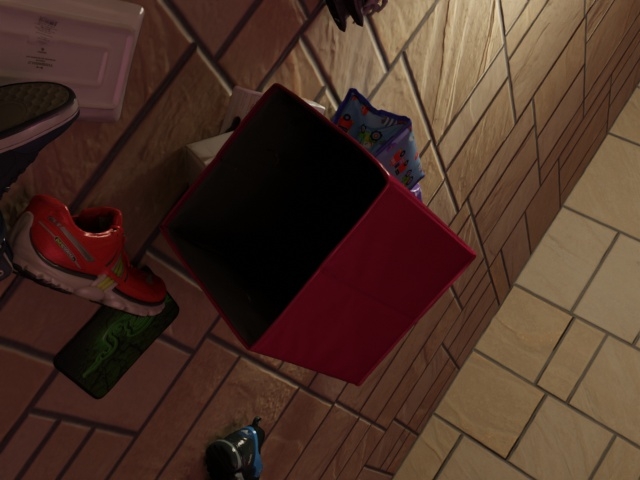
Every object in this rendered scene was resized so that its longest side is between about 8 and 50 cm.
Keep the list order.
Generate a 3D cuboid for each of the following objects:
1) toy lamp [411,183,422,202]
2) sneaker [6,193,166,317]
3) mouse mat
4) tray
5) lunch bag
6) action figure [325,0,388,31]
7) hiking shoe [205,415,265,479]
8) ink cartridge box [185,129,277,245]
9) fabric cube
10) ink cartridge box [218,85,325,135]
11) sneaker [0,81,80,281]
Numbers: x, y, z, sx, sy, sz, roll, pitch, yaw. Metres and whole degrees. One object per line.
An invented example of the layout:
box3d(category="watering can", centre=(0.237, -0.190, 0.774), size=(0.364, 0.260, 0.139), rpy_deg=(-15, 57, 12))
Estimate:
box3d(category="toy lamp", centre=(0.188, -0.017, 1.629), size=(0.080, 0.080, 0.275), rpy_deg=(-36, 143, -38))
box3d(category="sneaker", centre=(-0.269, 0.020, 0.881), size=(0.118, 0.107, 0.279), rpy_deg=(-68, 156, -8))
box3d(category="mouse mat", centre=(-0.297, 0.141, 1.047), size=(0.190, 0.007, 0.153), rpy_deg=(-51, 151, -20))
box3d(category="tray", centre=(-0.291, -0.189, 0.716), size=(0.270, 0.030, 0.145), rpy_deg=(-10, 124, -56))
box3d(category="lunch bag", centre=(0.041, -0.081, 1.255), size=(0.293, 0.138, 0.221), rpy_deg=(-54, 157, -8))
box3d(category="action figure", centre=(0.137, -0.434, 1.063), size=(0.285, 0.185, 0.099), rpy_deg=(-39, 125, -7))
box3d(category="hiking shoe", centre=(-0.173, 0.529, 1.509), size=(0.132, 0.113, 0.304), rpy_deg=(-27, 138, -45))
box3d(category="ink cartridge box", centre=(-0.094, -0.092, 1.034), size=(0.190, 0.082, 0.140), rpy_deg=(-21, 136, -26))
box3d(category="fabric cube", centre=(0.000, 0.000, 0.930), size=(0.259, 0.254, 0.258), rpy_deg=(-50, 141, 8))
box3d(category="ink cartridge box", centre=(-0.091, -0.160, 1.089), size=(0.179, 0.045, 0.146), rpy_deg=(6, 113, -41))
box3d(category="sneaker", centre=(-0.317, -0.050, 0.693), size=(0.226, 0.086, 0.163), rpy_deg=(-27, 139, -6))
